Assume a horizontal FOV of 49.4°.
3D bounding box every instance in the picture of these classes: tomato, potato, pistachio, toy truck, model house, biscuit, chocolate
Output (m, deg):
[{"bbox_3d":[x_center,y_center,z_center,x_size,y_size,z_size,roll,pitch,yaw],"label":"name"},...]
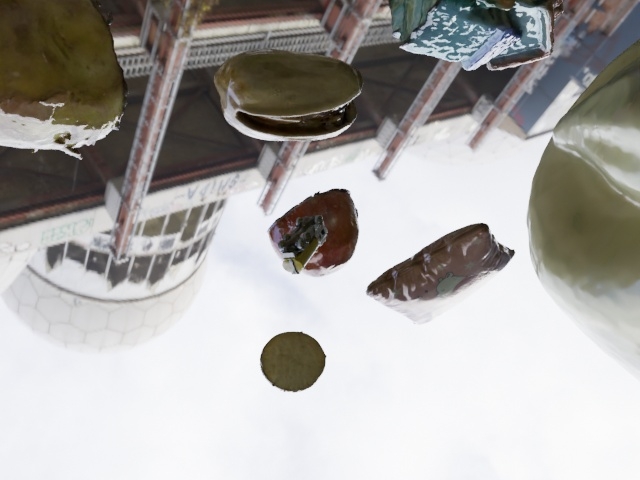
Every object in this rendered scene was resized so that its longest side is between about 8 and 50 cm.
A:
[{"bbox_3d":[0.000,0.000,1.568,0.180,0.214,0.155,4,-124,-47],"label":"tomato"},{"bbox_3d":[-0.470,-0.249,0.990,0.288,0.301,0.237,6,-160,25],"label":"potato"},{"bbox_3d":[-0.044,-0.206,0.971,0.206,0.129,0.131,-2,-119,-15],"label":"pistachio"},{"bbox_3d":[-0.032,0.006,1.283,0.123,0.052,0.063,-54,-49,-47],"label":"toy truck"},{"bbox_3d":[0.300,-0.410,1.082,0.329,0.251,0.295,14,-120,-25],"label":"model house"},{"bbox_3d":[-0.062,0.267,1.547,0.152,0.020,0.152,3,-123,-5],"label":"biscuit"},{"bbox_3d":[0.297,-0.019,0.503,0.297,0.326,0.314,26,-130,-12],"label":"chocolate"}]

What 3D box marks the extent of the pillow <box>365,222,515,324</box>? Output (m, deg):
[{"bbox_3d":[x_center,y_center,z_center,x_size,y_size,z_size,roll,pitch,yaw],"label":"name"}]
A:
[{"bbox_3d":[0.210,0.059,1.176,0.223,0.236,0.084,25,-144,-56],"label":"pillow"}]
